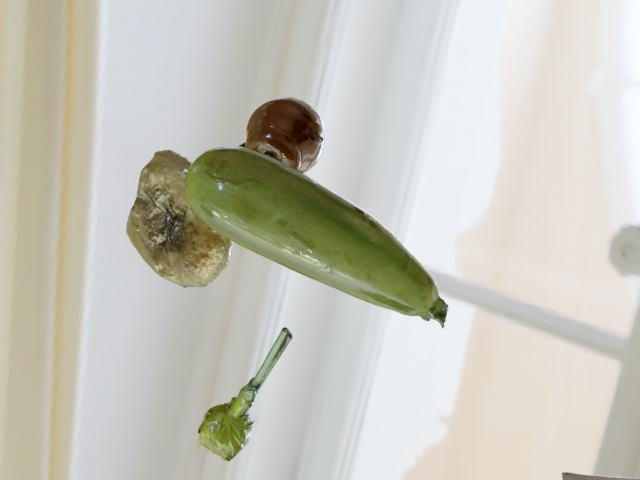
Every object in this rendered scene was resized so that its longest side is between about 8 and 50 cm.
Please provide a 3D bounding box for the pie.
[{"bbox_3d":[-0.197,-0.023,1.889,0.185,0.218,0.052,36,-141,20],"label":"pie"}]

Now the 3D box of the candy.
[{"bbox_3d":[-0.098,0.211,1.840,0.073,0.262,0.077,40,-143,12],"label":"candy"}]

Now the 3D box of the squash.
[{"bbox_3d":[0.003,-0.007,1.606,0.370,0.118,0.118,27,-172,4],"label":"squash"}]

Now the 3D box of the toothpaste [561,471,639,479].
[{"bbox_3d":[0.352,0.283,1.456,0.190,0.048,0.031,4,174,-19],"label":"toothpaste"}]

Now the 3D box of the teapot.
[{"bbox_3d":[-0.058,-0.128,1.757,0.173,0.116,0.116,-12,171,34],"label":"teapot"}]
